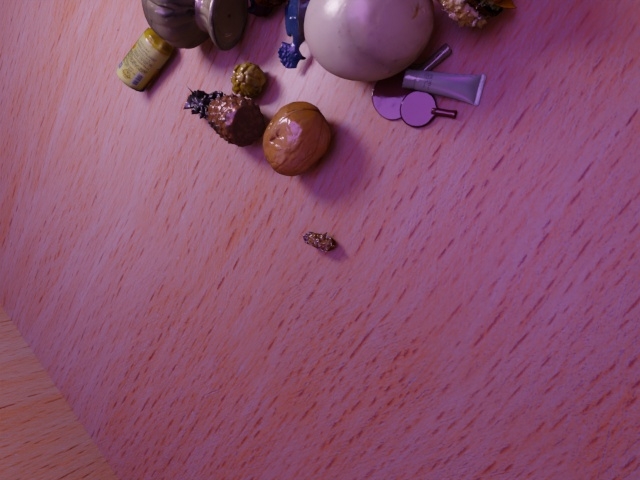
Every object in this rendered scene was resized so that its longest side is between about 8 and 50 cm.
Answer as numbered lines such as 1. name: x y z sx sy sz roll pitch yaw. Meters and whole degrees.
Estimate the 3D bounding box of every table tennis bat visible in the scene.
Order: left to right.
1. table tennis bat: 0.250 -0.440 1.130 0.247 0.022 0.138 -37 80 26
2. table tennis bat: 0.288 -0.351 1.107 0.155 0.019 0.098 17 108 23

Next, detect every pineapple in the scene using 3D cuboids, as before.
1. pineapple: -0.339 -0.435 1.385 0.341 0.169 0.169 33 108 35

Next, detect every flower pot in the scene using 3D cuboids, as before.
1. flower pot: -0.382 -0.758 1.317 0.244 0.307 0.307 25 105 9

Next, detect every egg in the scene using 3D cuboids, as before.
1. egg: 0.108 -0.553 1.054 0.345 0.283 0.282 10 98 44

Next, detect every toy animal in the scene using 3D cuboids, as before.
1. toy animal: -0.070 -0.656 1.210 0.177 0.239 0.255 -23 117 -2

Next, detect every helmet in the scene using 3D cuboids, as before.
1. helmet: -0.183 -0.774 1.311 0.098 0.071 0.123 1 79 58

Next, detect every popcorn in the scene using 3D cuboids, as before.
1. popcorn: -0.236 -0.526 1.336 0.116 0.120 0.106 20 68 19

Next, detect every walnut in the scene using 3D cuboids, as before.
1. walnut: -0.073 -0.300 1.223 0.193 0.193 0.225 48 116 18

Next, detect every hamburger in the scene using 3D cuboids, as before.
1. hamburger: 0.337 -0.622 0.955 0.139 0.243 0.261 -20 78 47

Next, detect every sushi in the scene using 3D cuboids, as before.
1. sushi: -0.001 0.004 1.265 0.118 0.060 0.061 3 89 27

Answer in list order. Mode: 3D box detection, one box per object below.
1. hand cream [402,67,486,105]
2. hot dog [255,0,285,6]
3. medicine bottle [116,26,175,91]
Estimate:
1. hand cream: 0.318 -0.407 1.070 0.205 0.050 0.078 14 98 11
2. hot dog: -0.128 -0.796 1.214 0.099 0.160 0.226 25 74 -3
3. medicine bottle: -0.655 -0.686 1.548 0.239 0.124 0.124 -36 76 24
